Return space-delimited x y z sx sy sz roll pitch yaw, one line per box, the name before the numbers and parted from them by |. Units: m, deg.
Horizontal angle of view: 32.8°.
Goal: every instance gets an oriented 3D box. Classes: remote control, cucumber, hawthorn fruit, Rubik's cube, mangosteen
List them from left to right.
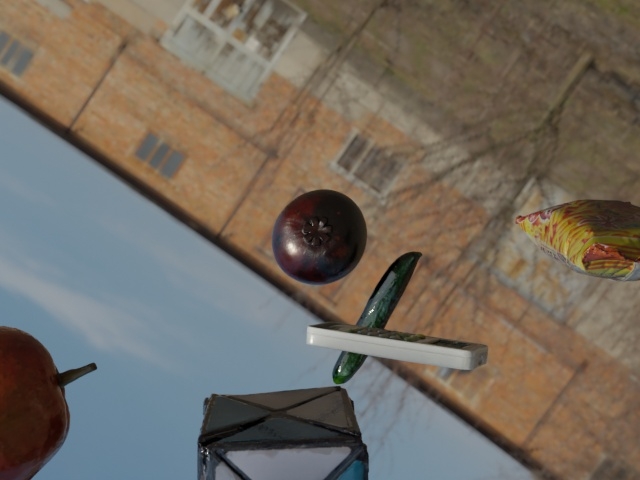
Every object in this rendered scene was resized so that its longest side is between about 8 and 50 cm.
hawthorn fruit | -0.540 0.281 1.865 0.287 0.330 0.287 156 90 -79
Rubik's cube | -0.069 0.455 2.008 0.306 0.310 0.305 -1 -173 -1
mangosteen | 0.000 0.000 1.988 0.200 0.200 0.200 35 -174 -4
cucumber | 0.097 0.136 1.953 0.056 0.284 0.056 29 -172 -4
remote control | 0.108 0.149 1.552 0.250 0.034 0.103 7 -177 23

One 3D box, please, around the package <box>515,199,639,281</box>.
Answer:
package | 0.449 0.004 1.658 0.223 0.108 0.288 -3 -161 -12
